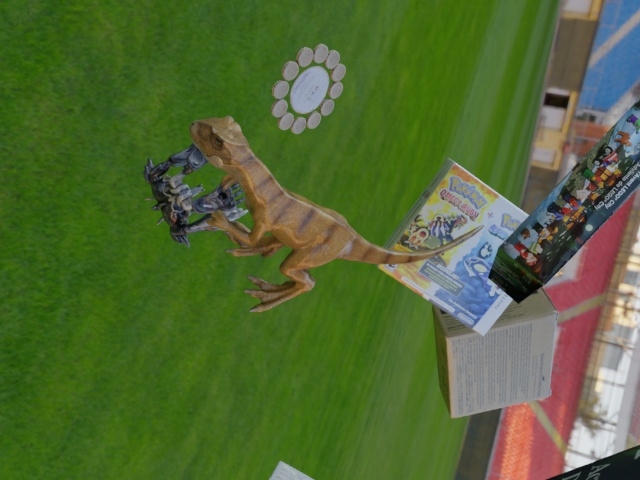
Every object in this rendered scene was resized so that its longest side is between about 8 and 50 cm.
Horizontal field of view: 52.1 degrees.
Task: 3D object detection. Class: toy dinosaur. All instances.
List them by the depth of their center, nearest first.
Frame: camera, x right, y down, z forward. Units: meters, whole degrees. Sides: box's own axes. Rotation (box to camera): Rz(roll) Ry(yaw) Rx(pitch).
[{"bbox_3d":[0.000,0.000,0.413,0.211,0.112,0.064,25,47,-35],"label":"toy dinosaur"}]

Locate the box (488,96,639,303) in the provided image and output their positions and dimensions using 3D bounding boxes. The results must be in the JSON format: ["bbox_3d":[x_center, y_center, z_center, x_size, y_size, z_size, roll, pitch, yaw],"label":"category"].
[{"bbox_3d":[0.220,-0.022,0.571,0.159,0.044,0.233,-47,165,3],"label":"box"}]

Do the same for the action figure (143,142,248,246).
[{"bbox_3d":[-0.192,-0.081,1.045,0.141,0.275,0.164,-21,94,-29],"label":"action figure"}]

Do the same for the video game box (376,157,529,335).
[{"bbox_3d":[0.213,0.013,0.957,0.187,0.205,0.048,-56,-167,9],"label":"video game box"}]

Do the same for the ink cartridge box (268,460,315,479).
[{"bbox_3d":[-0.045,0.402,0.849,0.175,0.127,0.072,-55,167,-43],"label":"ink cartridge box"}]

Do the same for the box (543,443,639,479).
[{"bbox_3d":[0.256,0.251,0.364,0.395,0.212,0.293,-38,169,33],"label":"box"}]

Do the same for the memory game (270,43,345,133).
[{"bbox_3d":[-0.024,-0.292,1.272,0.186,0.012,0.186,-31,143,-27],"label":"memory game"}]

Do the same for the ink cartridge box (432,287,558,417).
[{"bbox_3d":[0.307,0.198,1.165,0.088,0.193,0.235,-104,-178,-51],"label":"ink cartridge box"}]
